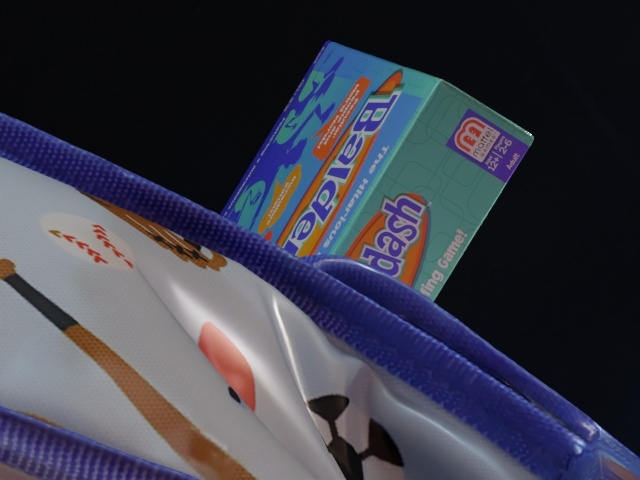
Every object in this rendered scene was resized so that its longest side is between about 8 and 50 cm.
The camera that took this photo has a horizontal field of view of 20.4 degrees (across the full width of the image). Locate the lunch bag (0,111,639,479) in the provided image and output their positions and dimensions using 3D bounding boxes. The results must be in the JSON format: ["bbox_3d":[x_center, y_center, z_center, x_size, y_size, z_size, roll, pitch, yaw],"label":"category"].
[{"bbox_3d":[-0.112,0.143,0.534,0.385,0.239,0.328,24,-70,0],"label":"lunch bag"}]

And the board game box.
[{"bbox_3d":[0.000,0.000,0.751,0.047,0.210,0.160,31,-88,-16],"label":"board game box"}]
